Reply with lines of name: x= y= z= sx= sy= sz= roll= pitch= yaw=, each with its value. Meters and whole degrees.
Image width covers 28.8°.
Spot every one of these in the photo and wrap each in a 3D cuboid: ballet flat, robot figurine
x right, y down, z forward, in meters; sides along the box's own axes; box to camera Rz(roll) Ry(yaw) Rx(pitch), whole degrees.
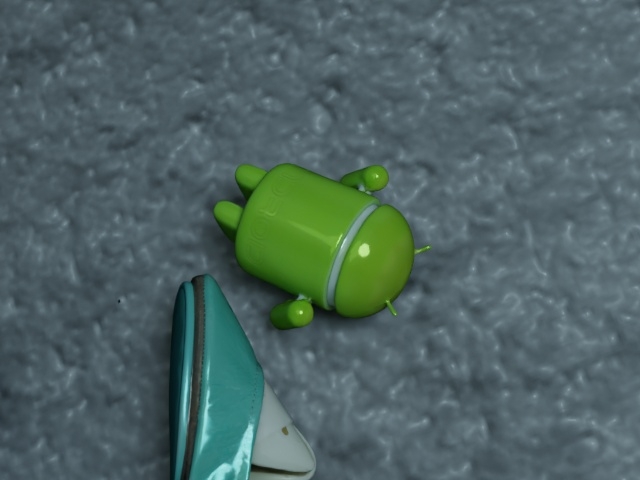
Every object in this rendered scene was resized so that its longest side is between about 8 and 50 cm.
ballet flat: x=-0.046 y=0.143 z=0.652 sx=0.087 sy=0.083 sz=0.247 roll=8 pitch=75 yaw=-10
robot figurine: x=0.000 y=0.000 z=0.679 sx=0.115 sy=0.067 sz=0.101 roll=23 pitch=72 yaw=18
